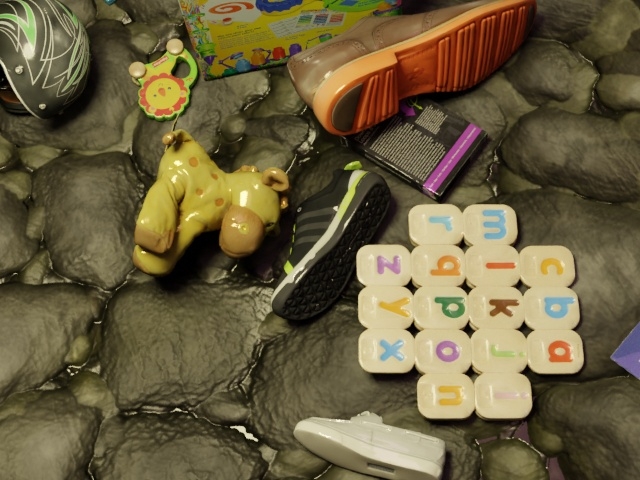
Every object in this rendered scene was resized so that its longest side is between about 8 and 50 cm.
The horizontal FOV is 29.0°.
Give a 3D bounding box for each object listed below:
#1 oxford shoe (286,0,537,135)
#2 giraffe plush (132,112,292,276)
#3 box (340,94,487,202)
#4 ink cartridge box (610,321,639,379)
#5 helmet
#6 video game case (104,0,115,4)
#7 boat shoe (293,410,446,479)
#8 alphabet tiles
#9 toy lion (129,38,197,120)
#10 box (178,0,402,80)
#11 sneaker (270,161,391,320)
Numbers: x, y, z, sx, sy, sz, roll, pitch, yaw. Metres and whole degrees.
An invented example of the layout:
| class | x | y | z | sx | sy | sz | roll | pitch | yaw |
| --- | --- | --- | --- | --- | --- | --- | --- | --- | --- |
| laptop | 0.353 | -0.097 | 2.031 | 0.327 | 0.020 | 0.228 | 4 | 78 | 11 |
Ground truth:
| class | x | y | z | sx | sy | sz | roll | pitch | yaw |
| --- | --- | --- | --- | --- | --- | --- | --- | --- | --- |
| oxford shoe | 0.126 | -0.267 | 1.641 | 0.364 | 0.130 | 0.133 | -23 | 53 | -24 |
| giraffe plush | -0.129 | -0.040 | 1.566 | 0.170 | 0.181 | 0.210 | 16 | 86 | -1 |
| box | 0.124 | -0.137 | 1.654 | 0.162 | 0.029 | 0.116 | 33 | 72 | 16 |
| ink cartridge box | 0.567 | 0.121 | 1.490 | 0.307 | 0.072 | 0.303 | 39 | 75 | 16 |
| helmet | -0.389 | -0.249 | 1.672 | 0.161 | 0.169 | 0.169 | 8 | 67 | 26 |
| video game case | -0.285 | -0.434 | 1.820 | 0.166 | 0.015 | 0.119 | -41 | 71 | -13 |
| boat shoe | 0.062 | 0.239 | 1.484 | 0.184 | 0.066 | 0.063 | 12 | 55 | 12 |
| alphabet tiles | 0.185 | 0.087 | 1.552 | 0.278 | 0.021 | 0.284 | -1 | 67 | -1 |
| toy lion | -0.212 | -0.217 | 1.716 | 0.100 | 0.034 | 0.096 | -34 | 76 | -10 |
| box | -0.050 | -0.381 | 1.636 | 0.290 | 0.279 | 0.177 | -12 | 67 | -1 |
| sneaker | 0.000 | 0.000 | 1.594 | 0.097 | 0.084 | 0.234 | 23 | 68 | 39 |
